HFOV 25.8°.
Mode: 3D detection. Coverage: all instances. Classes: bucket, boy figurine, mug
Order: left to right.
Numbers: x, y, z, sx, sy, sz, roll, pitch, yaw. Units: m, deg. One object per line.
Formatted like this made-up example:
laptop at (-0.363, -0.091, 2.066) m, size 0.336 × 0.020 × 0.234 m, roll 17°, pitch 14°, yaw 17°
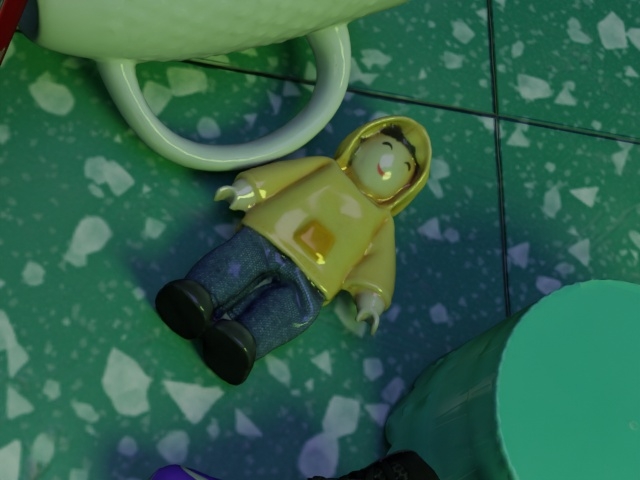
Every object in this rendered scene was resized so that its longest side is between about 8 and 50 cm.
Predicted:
mug at (-0.095, -0.242, 1.168) m, size 0.328 × 0.276 × 0.374 m, roll -20°, pitch 106°, yaw -19°
boy figurine at (0.000, 0.000, 1.178) m, size 0.177 × 0.092 × 0.285 m, roll 46°, pitch 62°, yaw 6°
bucket at (0.207, 0.174, 1.128) m, size 0.281 × 0.183 × 0.281 m, roll 8°, pitch 65°, yaw -18°

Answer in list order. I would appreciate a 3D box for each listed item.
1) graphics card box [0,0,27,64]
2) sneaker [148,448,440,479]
graphics card box at (-0.418, -0.177, 1.007) m, size 0.371 × 0.232 × 0.094 m, roll 25°, pitch 26°, yaw -10°
sneaker at (0.019, 0.212, 1.032) m, size 0.293 × 0.102 × 0.146 m, roll 26°, pitch 85°, yaw 11°
